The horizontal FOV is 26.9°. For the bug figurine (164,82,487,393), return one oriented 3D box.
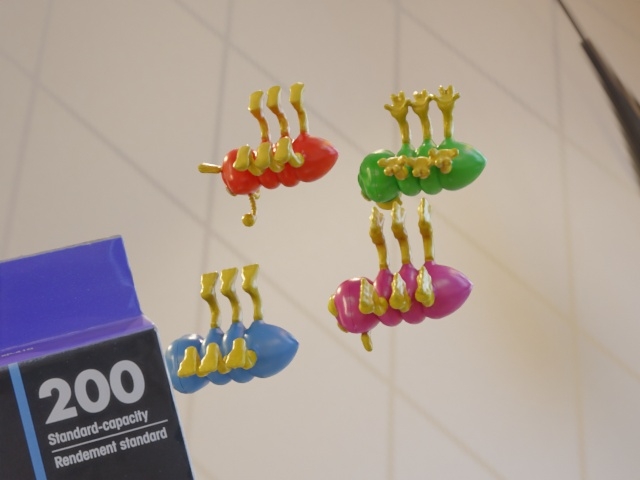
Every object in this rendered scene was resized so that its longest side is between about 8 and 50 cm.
[{"bbox_3d":[0.000,0.000,0.889,0.216,0.279,0.072,-9,-50,19],"label":"bug figurine"}]

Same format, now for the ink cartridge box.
[{"bbox_3d":[-0.167,0.112,0.653,0.206,0.208,0.045,-14,-8,-18],"label":"ink cartridge box"}]
